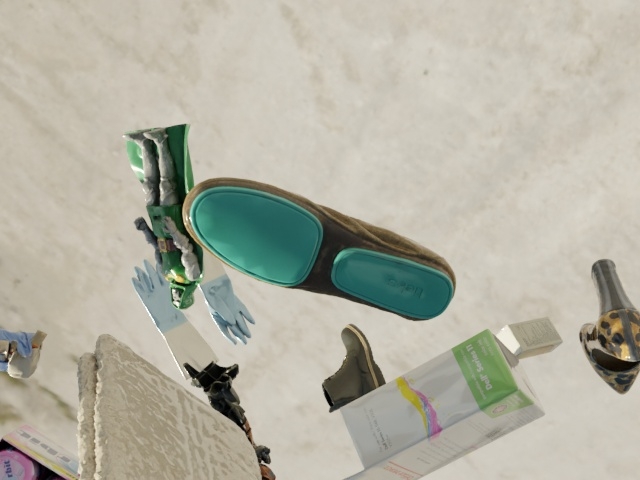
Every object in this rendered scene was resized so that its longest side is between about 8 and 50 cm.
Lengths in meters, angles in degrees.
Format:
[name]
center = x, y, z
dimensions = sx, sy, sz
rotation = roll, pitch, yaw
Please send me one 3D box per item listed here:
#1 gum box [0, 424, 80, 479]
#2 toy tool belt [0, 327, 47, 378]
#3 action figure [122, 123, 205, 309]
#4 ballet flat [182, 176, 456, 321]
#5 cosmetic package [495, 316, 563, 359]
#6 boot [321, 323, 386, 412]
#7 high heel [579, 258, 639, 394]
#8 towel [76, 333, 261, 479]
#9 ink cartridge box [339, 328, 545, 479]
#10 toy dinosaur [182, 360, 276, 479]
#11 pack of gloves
[gum box]
center = -0.296, 0.297, 1.074
dimensions = 0.188, 0.062, 0.107
rotation = 33, 175, -2
[toy tool belt]
center = -0.329, 0.108, 0.949
dimensions = 0.083, 0.052, 0.051
rotation = 10, 121, -23
[action figure]
center = -0.190, -0.024, 1.150
dimensions = 0.137, 0.063, 0.232
rotation = 2, 108, 49
[ballet flat]
center = 0.000, 0.000, 1.093
dimensions = 0.342, 0.124, 0.116
rotation = 17, 109, -14
[cosmetic package]
center = 0.386, 0.182, 1.697
dimensions = 0.115, 0.060, 0.041
rotation = -5, 146, -35
[boot]
center = 0.049, 0.277, 2.011
dimensions = 0.077, 0.137, 0.198
rotation = 92, 157, -44
[high heel]
center = 0.438, 0.180, 1.339
dimensions = 0.093, 0.186, 0.261
rotation = -12, 124, 11
[towel]
center = -0.118, 0.190, 0.749
dimensions = 0.187, 0.049, 0.282
rotation = 39, -174, -21
[ink cartridge box]
center = 0.175, 0.301, 1.534
dimensions = 0.353, 0.119, 0.207
rotation = -30, 149, 12
[toy dinosaur]
center = -0.145, 0.289, 1.215
dimensions = 0.321, 0.164, 0.218
rotation = -1, 128, 49
[pack of gloves]
center = -0.238, 0.120, 1.699
dimensions = 0.046, 0.195, 0.232
rotation = -34, 85, 48
